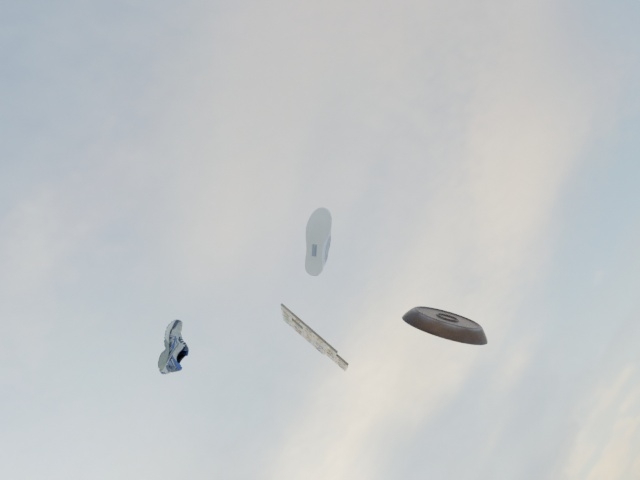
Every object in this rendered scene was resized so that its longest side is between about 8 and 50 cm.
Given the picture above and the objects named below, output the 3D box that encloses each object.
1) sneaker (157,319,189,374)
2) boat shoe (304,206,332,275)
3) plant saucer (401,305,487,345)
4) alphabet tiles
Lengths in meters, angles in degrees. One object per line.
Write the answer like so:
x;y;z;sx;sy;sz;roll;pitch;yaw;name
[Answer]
-0.323;0.242;1.466;0.052;0.058;0.135;75;-164;-53;sneaker
0.000;0.000;1.675;0.063;0.066;0.184;-46;-41;-69;boat shoe
0.241;0.159;1.241;0.168;0.168;0.029;6;-79;-50;plant saucer
-0.017;0.273;1.774;0.009;0.237;0.198;-47;-12;-15;alphabet tiles
